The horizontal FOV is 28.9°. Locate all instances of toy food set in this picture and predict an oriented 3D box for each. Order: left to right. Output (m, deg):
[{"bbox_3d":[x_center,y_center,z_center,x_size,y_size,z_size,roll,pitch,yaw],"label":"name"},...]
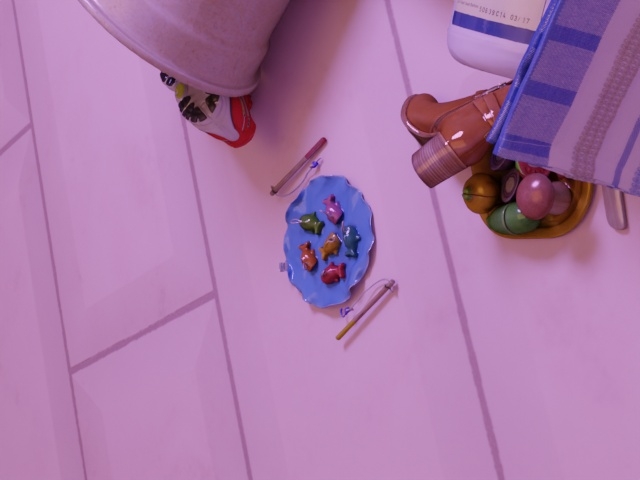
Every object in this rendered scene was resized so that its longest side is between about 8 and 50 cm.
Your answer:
[{"bbox_3d":[0.234,-0.066,1.402,0.218,0.071,0.128,-4,87,50],"label":"toy food set"}]

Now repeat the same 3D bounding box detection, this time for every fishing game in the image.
[{"bbox_3d":[0.000,0.000,1.711,0.189,0.041,0.264,-43,57,38],"label":"fishing game"}]

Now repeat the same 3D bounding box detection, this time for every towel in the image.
[{"bbox_3d":[0.319,-0.133,1.155,0.034,0.285,0.209,-106,35,-62],"label":"towel"}]

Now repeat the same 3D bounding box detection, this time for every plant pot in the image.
[{"bbox_3d":[-0.136,-0.422,1.697,0.305,0.334,0.334,-50,53,24],"label":"plant pot"}]

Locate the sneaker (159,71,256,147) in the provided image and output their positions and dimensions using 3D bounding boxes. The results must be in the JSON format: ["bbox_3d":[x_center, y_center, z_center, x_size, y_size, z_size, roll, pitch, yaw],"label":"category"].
[{"bbox_3d":[-0.161,-0.224,1.860,0.107,0.118,0.279,-40,36,17],"label":"sneaker"}]

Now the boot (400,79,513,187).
[{"bbox_3d":[0.178,-0.151,1.471,0.152,0.073,0.197,-36,29,19],"label":"boot"}]

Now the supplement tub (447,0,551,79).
[{"bbox_3d":[0.270,-0.316,1.234,0.235,0.235,0.325,27,110,47],"label":"supplement tub"}]
